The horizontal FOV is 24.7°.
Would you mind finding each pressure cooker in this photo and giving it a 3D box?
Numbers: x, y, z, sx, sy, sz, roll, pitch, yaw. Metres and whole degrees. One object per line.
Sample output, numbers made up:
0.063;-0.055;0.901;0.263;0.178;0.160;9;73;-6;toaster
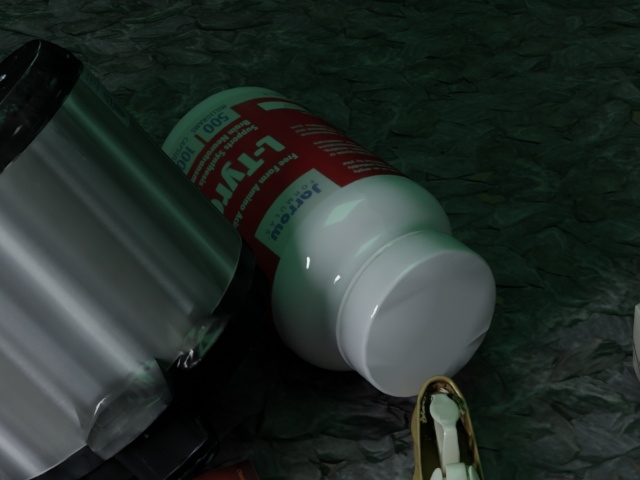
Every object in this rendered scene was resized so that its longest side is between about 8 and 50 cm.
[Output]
-0.255;0.063;1.437;0.375;0.420;0.370;-25;28;39;pressure cooker

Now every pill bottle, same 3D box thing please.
0.000;0.000;1.626;0.229;0.229;0.408;-26;39;-25;pill bottle

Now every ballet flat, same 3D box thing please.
0.123;0.225;1.430;0.080;0.073;0.232;-4;38;-4;ballet flat

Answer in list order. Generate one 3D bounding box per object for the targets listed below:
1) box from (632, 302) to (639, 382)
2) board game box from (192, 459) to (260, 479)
0.401;0.172;1.451;0.113;0.094;0.275;-7;36;-1;box
-0.087;0.325;1.372;0.145;0.027;0.281;-16;37;-15;board game box
